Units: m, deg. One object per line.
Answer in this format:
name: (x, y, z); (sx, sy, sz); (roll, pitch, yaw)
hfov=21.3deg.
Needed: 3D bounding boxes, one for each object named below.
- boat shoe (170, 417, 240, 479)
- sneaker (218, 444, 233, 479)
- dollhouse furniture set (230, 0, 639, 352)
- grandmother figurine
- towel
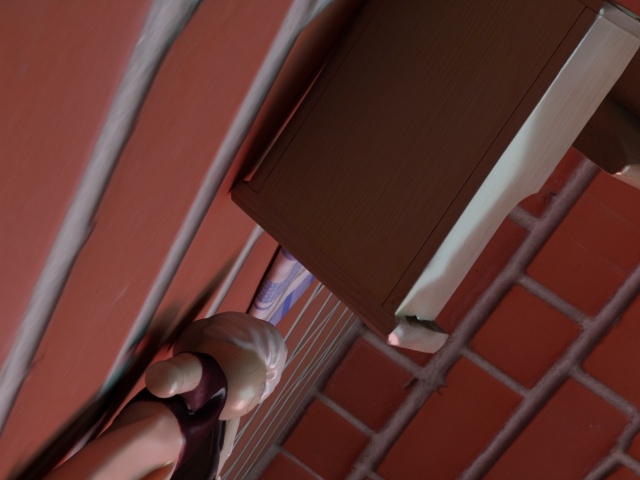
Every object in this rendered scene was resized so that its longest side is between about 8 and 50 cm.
boat shoe: (-0.143, 0.233, 1.517); (0.092, 0.103, 0.285); (77, 28, -59)
sneaker: (-0.165, 0.311, 2.212); (0.075, 0.063, 0.170); (-49, 168, -43)
dollhouse furniture set: (0.168, -0.052, 1.252); (0.394, 0.362, 0.256); (16, 112, -55)
grandmother figurine: (-0.132, 0.161, 1.313); (0.208, 0.104, 0.342); (-46, 178, 40)
towel: (0.000, 0.000, 1.770); (0.209, 0.034, 0.285); (-50, 174, -30)
